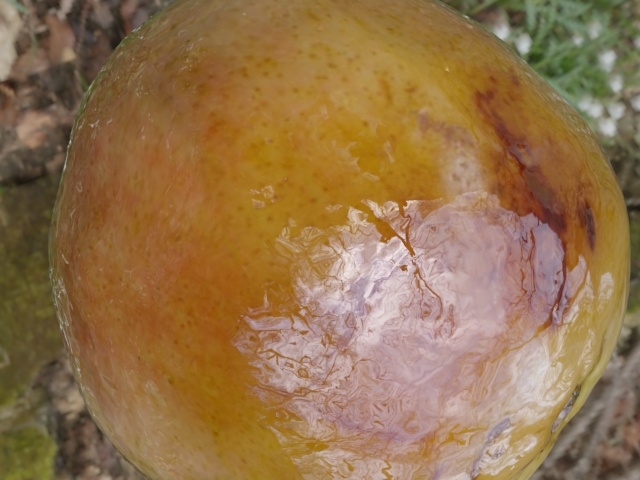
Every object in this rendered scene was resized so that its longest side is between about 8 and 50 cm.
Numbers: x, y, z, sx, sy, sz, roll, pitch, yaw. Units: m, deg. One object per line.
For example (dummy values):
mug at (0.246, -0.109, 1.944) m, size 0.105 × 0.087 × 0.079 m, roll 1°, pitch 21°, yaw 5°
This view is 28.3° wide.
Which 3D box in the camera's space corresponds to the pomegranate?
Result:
pomegranate at (0.000, 0.000, 0.668) m, size 0.319 × 0.319 × 0.319 m, roll -22°, pitch 158°, yaw -10°
